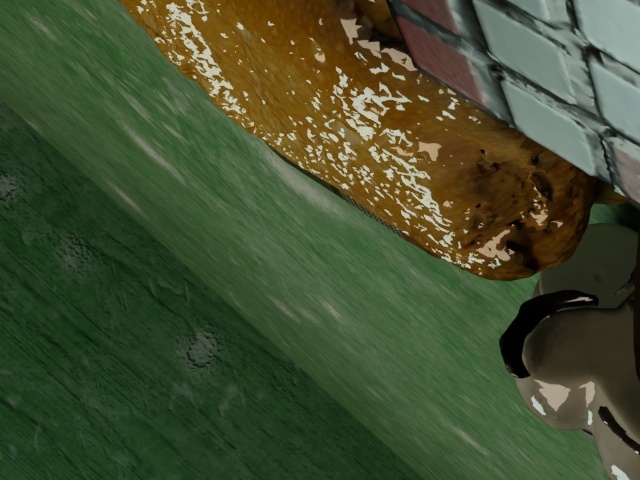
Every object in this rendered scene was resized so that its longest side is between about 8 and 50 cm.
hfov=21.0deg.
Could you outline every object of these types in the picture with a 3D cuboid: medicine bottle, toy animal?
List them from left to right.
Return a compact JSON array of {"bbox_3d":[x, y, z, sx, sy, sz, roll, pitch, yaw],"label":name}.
[{"bbox_3d":[0.203,0.064,1.194,0.107,0.107,0.191,36,168,28],"label":"medicine bottle"},{"bbox_3d":[0.285,0.126,1.001,0.257,0.194,0.357,21,167,36],"label":"toy animal"}]

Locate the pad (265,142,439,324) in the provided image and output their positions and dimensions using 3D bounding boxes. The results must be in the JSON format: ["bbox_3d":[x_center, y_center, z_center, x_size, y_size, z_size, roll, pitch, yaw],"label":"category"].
[{"bbox_3d":[0.018,-0.013,1.679,0.250,0.055,0.323,33,149,36],"label":"pad"}]

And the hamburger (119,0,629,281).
[{"bbox_3d":[0.043,-0.117,0.865,0.314,0.170,0.290,33,170,32],"label":"hamburger"}]

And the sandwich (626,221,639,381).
[{"bbox_3d":[0.273,0.019,0.681,0.301,0.162,0.250,20,-166,19],"label":"sandwich"}]

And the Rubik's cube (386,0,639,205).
[{"bbox_3d":[0.118,-0.123,0.593,0.162,0.160,0.163,36,168,30],"label":"Rubik's cube"}]
